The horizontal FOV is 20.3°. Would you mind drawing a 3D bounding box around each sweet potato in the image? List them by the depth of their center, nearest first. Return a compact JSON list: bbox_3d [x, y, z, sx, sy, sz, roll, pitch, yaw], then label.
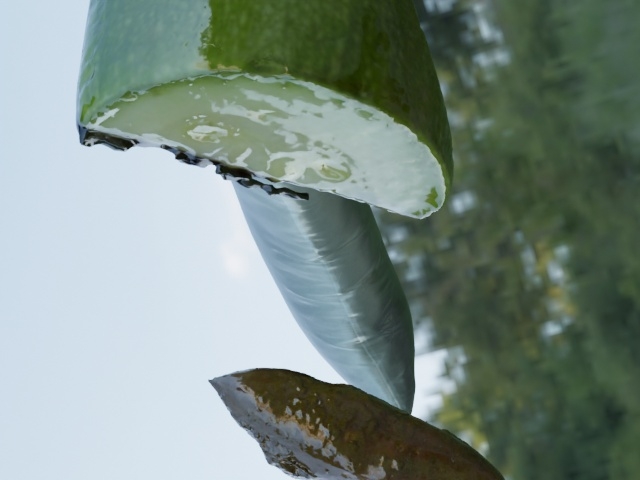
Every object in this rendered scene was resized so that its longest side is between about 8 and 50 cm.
[{"bbox_3d":[0.030,0.123,1.041,0.060,0.206,0.068,-42,-31,-73],"label":"sweet potato"}]

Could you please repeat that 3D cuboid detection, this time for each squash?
[{"bbox_3d":[-0.010,-0.148,0.827,0.169,0.093,0.252,15,-125,-14],"label":"squash"}]

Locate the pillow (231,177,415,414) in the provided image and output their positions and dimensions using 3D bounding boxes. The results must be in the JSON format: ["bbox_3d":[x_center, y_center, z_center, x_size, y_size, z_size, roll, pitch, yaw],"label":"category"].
[{"bbox_3d":[0.001,0.001,1.171,0.254,0.078,0.144,66,177,-34],"label":"pillow"}]
